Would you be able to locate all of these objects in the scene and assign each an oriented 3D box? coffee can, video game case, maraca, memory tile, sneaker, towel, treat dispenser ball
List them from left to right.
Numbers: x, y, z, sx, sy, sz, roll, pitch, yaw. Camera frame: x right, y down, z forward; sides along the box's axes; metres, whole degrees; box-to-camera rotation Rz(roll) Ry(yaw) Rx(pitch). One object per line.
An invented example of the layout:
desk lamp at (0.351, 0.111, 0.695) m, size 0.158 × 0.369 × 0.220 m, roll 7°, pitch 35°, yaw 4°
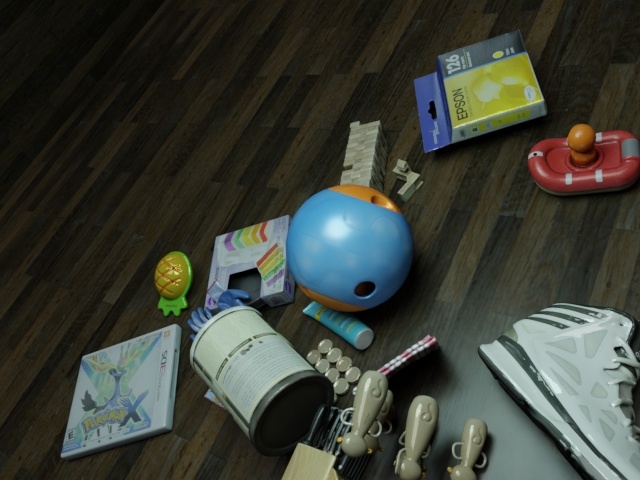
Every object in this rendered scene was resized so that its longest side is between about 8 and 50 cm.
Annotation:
video game case at (-0.523, 0.398, 1.601) m, size 0.329 × 0.036 × 0.299 m, roll -21°, pitch 46°, yaw 17°
maraca at (-0.419, 0.123, 1.722) m, size 0.127 × 0.099 × 0.185 m, roll -5°, pitch 79°, yaw 32°
coffee can at (-0.132, 0.296, 1.312) m, size 0.201 × 0.201 × 0.275 m, roll -46°, pitch 47°, yaw -9°
memory tile at (0.016, 0.297, 1.363) m, size 0.113 × 0.012 × 0.148 m, roll -44°, pitch 44°, yaw -7°
treat dispenser ball at (0.065, 0.017, 1.364) m, size 0.288 × 0.288 × 0.288 m, roll -17°, pitch 48°, yaw 20°
towel at (0.155, 0.258, 1.225) m, size 0.197 × 0.144 × 0.029 m, roll -36°, pitch 73°, yaw 3°
sneaker at (0.485, 0.256, 0.991) m, size 0.257 × 0.169 × 0.447 m, roll -39°, pitch 42°, yaw 2°

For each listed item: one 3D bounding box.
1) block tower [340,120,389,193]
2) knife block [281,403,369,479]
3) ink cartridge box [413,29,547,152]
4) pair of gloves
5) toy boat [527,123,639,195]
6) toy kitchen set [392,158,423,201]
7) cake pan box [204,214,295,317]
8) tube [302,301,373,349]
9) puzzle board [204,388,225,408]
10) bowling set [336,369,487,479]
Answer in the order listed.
block tower at (0.119, -0.182, 1.636) m, size 0.097 × 0.091 × 0.335 m, roll -9°, pitch 51°, yaw 25°
knife block at (-0.020, 0.463, 1.197) m, size 0.276 × 0.088 × 0.242 m, roll -30°, pitch 44°, yaw 8°
ink cartridge box at (0.398, -0.396, 1.575) m, size 0.307 × 0.072 × 0.303 m, roll -14°, pitch 51°, yaw 17°
pair of gloves at (-0.254, 0.198, 1.540) m, size 0.159 × 0.023 × 0.198 m, roll 41°, pitch 102°, yaw 22°
toy boat at (0.571, -0.192, 1.316) m, size 0.231 × 0.151 × 0.151 m, roll -5°, pitch 52°, yaw 29°
toy kitchen set at (0.207, -0.160, 1.577) m, size 0.075 × 0.068 × 0.083 m, roll -49°, pitch 45°, yaw -11°
cake pan box at (-0.183, 0.078, 1.630) m, size 0.246 × 0.070 × 0.266 m, roll -16°, pitch 49°, yaw 24°
tube at (0.043, 0.185, 1.419) m, size 0.080 × 0.052 × 0.207 m, roll -38°, pitch 37°, yaw -16°
puzzle board at (-0.219, 0.343, 1.474) m, size 0.096 × 0.011 × 0.128 m, roll 16°, pitch 64°, yaw 39°
bowling set at (0.150, 0.374, 1.134) m, size 0.154 × 0.287 × 0.200 m, roll -67°, pitch 7°, yaw -25°
